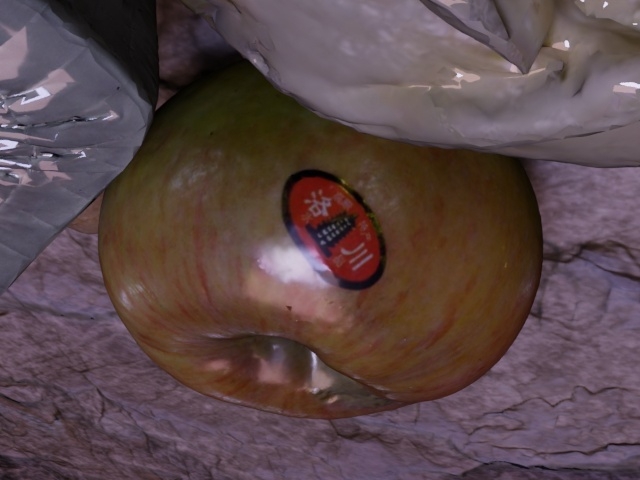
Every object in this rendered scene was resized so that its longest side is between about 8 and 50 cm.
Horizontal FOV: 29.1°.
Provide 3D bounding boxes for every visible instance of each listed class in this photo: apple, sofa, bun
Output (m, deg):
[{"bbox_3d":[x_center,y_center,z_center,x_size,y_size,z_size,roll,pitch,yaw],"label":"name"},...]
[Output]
[{"bbox_3d":[0.000,0.000,0.746,0.261,0.194,0.261,11,150,7],"label":"apple"},{"bbox_3d":[-0.207,-0.090,0.635,0.176,0.210,0.225,33,120,-30],"label":"sofa"},{"bbox_3d":[0.079,-0.143,0.447,0.365,0.219,0.365,10,152,5],"label":"bun"}]

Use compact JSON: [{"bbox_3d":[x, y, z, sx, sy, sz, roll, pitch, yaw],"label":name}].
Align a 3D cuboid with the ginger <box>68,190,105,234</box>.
[{"bbox_3d":[-0.209,-0.085,0.826,0.137,0.074,0.213,-20,139,21],"label":"ginger"}]
